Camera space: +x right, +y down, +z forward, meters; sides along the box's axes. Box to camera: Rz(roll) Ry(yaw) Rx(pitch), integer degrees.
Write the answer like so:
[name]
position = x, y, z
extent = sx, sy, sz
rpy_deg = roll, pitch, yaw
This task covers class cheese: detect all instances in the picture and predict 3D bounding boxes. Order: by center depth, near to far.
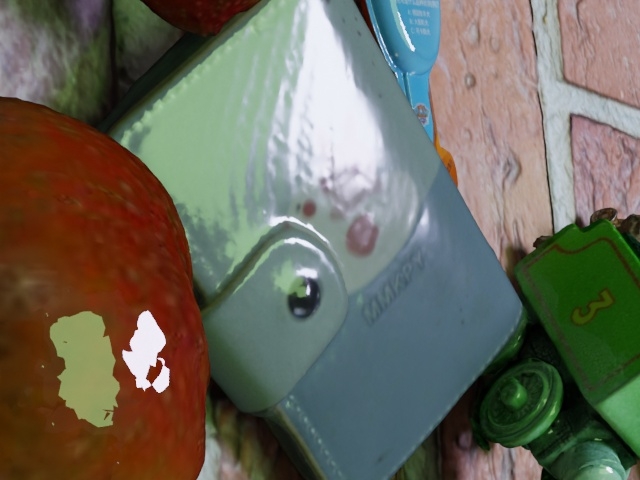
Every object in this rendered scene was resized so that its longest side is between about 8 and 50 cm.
[cheese]
position = 0.072, -0.148, 1.370
extent = 0.106, 0.037, 0.256
rpy_deg = -4, 85, -52

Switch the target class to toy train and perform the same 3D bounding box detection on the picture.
[toy train]
position = 0.209, 0.096, 1.319
extent = 0.132, 0.188, 0.243
rpy_deg = 46, 10, -29

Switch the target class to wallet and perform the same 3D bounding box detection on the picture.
[wallet]
position = 0.000, 0.000, 1.163
extent = 0.252, 0.083, 0.360
rpy_deg = -49, 122, -27

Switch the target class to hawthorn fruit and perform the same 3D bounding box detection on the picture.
[hawthorn fruit]
position = -0.205, 0.060, 0.788
extent = 0.298, 0.277, 0.277
rpy_deg = 7, 75, -32

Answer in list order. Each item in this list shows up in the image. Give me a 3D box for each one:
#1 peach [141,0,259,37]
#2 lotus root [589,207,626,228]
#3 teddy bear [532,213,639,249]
[peach]
position = -0.109, -0.306, 1.003
extent = 0.201, 0.258, 0.361
rpy_deg = -3, 97, -52
[lotus root]
position = 0.297, 0.038, 1.592
extent = 0.150, 0.062, 0.073
rpy_deg = 61, 41, -20
[teddy bear]
position = 0.282, 0.079, 1.506
extent = 0.251, 0.129, 0.182
rpy_deg = 20, 59, -18
